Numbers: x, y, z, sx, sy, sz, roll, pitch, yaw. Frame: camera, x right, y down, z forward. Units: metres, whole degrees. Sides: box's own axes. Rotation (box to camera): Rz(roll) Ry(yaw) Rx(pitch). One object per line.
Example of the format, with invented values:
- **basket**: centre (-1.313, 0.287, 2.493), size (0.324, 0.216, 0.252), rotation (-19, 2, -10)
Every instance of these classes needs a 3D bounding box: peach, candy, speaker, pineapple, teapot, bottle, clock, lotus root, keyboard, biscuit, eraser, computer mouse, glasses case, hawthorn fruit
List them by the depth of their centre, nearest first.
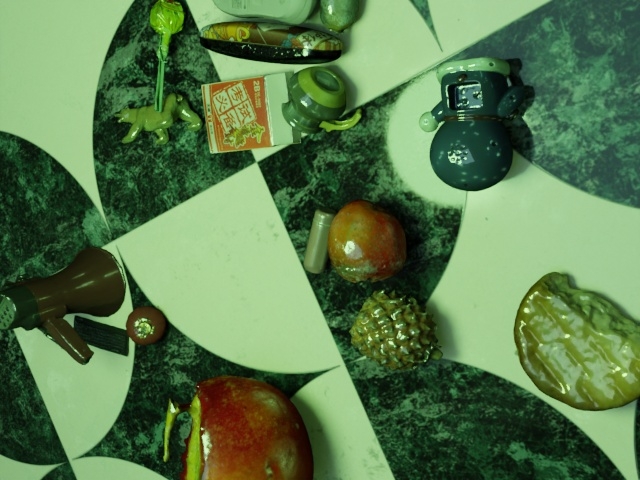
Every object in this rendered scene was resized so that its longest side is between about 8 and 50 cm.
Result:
- **clock**: centre (0.279, -0.213, 1.518), size (0.199, 0.146, 0.243), rotation (1, 93, 25)
- **biscuit**: centre (0.483, 0.201, 1.518), size (0.274, 0.091, 0.213), rotation (40, 114, 15)
- **lotus root**: centre (0.038, -0.495, 1.620), size (0.088, 0.088, 0.165), rotation (8, 103, 28)
- **hawthorn fruit**: centre (0.093, 0.002, 1.654), size (0.173, 0.173, 0.173), rotation (6, 104, 28)
- **pineapple**: centre (0.164, 0.191, 1.662), size (0.193, 0.166, 0.166), rotation (28, 113, 11)
- **computer mouse**: centre (-0.108, -0.547, 1.674), size (0.297, 0.121, 0.184), rotation (19, 123, 42)
- **teapot**: centre (0.001, -0.281, 1.678), size (0.165, 0.130, 0.119), rotation (28, 134, -12)
- **glasses case**: centre (-0.107, -0.415, 1.697), size (0.321, 0.122, 0.082), rotation (13, 107, 26)
- **bottle**: centre (0.000, 0.000, 1.766), size (0.053, 0.053, 0.140), rotation (22, 111, 24)
- **eraser**: centre (-0.156, -0.283, 1.803), size (0.230, 0.038, 0.157), rotation (-2, 99, 30)
- **peach**: centre (-0.175, 0.506, 1.825), size (0.335, 0.310, 0.406), rotation (-177, 88, -66)
- **candy**: centre (-0.358, -0.421, 1.843), size (0.077, 0.073, 0.262), rotation (1, 86, 45)
- **speaker**: centre (-0.643, 0.181, 2.020), size (0.198, 0.329, 0.259), rotation (-21, 97, 31)
- **keyboard**: centre (-0.593, 0.256, 2.174), size (0.196, 0.015, 0.074), rotation (12, 106, 26)

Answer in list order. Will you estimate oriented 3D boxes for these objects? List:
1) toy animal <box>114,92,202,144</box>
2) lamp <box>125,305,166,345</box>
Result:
- **toy animal**: centre (-0.390, -0.289, 1.911), size (0.218, 0.103, 0.101), rotation (-16, 77, 32)
- **lamp**: centre (-0.440, 0.215, 2.037), size (0.101, 0.090, 0.101), rotation (0, 93, -6)
